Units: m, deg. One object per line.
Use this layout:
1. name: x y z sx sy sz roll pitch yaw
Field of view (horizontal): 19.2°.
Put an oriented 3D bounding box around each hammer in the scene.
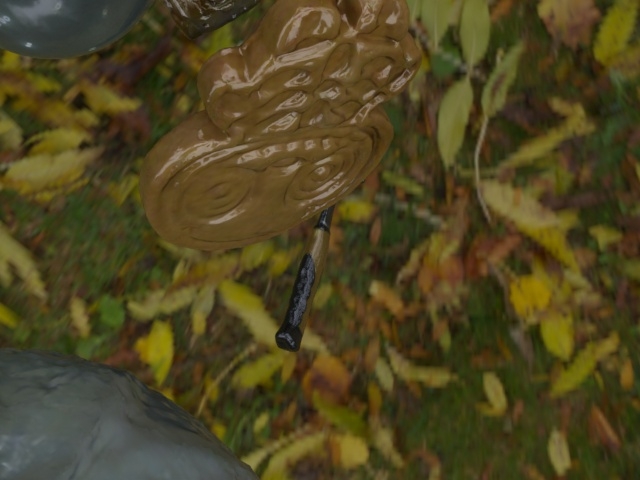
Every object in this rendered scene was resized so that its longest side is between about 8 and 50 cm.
1. hammer: 0.000 0.000 1.617 0.021 0.078 0.201 9 73 24

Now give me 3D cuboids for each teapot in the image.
1. teapot: -0.218 -0.205 1.263 0.183 0.251 0.183 1 88 -37

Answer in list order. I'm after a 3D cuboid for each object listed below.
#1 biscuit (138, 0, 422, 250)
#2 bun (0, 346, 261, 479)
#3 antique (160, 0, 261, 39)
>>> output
1. biscuit: -0.022 -0.081 1.367 0.288 0.202 0.044 -54 53 46
2. bun: -0.159 0.206 0.853 0.362 0.211 0.361 4 76 -15
3. antique: -0.107 -0.269 1.559 0.125 0.284 0.150 -35 105 1
